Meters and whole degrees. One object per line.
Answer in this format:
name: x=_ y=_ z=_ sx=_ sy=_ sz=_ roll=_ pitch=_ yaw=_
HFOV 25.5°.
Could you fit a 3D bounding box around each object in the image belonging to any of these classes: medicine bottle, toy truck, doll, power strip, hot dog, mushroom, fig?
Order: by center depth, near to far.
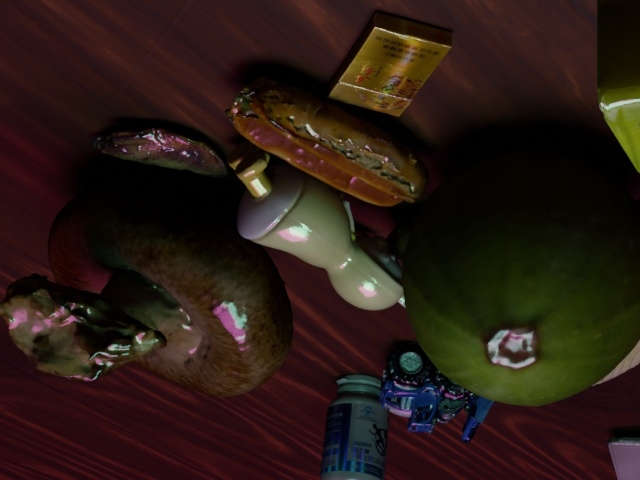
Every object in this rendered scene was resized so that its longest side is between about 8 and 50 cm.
fig: x=0.232 y=0.055 z=1.589 sx=0.316 sy=0.316 sz=0.316 roll=5 pitch=154 yaw=3
hot dog: x=0.015 y=-0.109 z=1.591 sx=0.269 sy=0.072 sz=0.115 roll=28 pitch=167 yaw=-37
doll: x=0.008 y=-0.010 z=1.707 sx=0.296 sy=0.117 sz=0.141 roll=32 pitch=-178 yaw=-25
mushroom: x=-0.197 y=0.094 z=1.750 sx=0.331 sy=0.356 sz=0.334 roll=13 pitch=142 yaw=0
toy truck: x=0.199 y=0.244 z=2.223 sx=0.208 sy=0.126 sz=0.113 roll=6 pitch=154 yaw=-1
medicine bottle: x=0.059 y=0.326 z=2.347 sx=0.107 sy=0.191 sz=0.107 roll=6 pitch=154 yaw=3
power strip: x=0.623 y=0.393 z=2.501 sx=0.198 sy=0.064 sz=0.213 roll=-2 pitch=139 yaw=22

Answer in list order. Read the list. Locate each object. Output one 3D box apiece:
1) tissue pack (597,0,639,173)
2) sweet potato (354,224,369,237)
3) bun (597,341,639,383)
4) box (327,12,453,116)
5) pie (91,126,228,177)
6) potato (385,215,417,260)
tissue pack: x=0.387 y=-0.189 z=1.207 sx=0.275 sy=0.200 sz=0.167 roll=-7 pitch=153 yaw=25
sweet potato: x=0.034 y=-0.007 z=1.855 sx=0.095 sy=0.034 sz=0.034 roll=28 pitch=148 yaw=-18
bun: x=0.330 y=0.095 z=1.849 sx=0.244 sy=0.153 sz=0.244 roll=-15 pitch=152 yaw=-8
box: x=0.071 y=-0.183 z=1.494 sx=0.089 sy=0.022 sz=0.156 roll=15 pitch=153 yaw=-15
pie: x=-0.191 y=-0.109 z=1.696 sx=0.170 sy=0.034 sz=0.092 roll=10 pitch=158 yaw=-5
potato: x=0.140 y=0.001 z=1.818 sx=0.101 sy=0.089 sz=0.172 roll=30 pitch=-178 yaw=2
